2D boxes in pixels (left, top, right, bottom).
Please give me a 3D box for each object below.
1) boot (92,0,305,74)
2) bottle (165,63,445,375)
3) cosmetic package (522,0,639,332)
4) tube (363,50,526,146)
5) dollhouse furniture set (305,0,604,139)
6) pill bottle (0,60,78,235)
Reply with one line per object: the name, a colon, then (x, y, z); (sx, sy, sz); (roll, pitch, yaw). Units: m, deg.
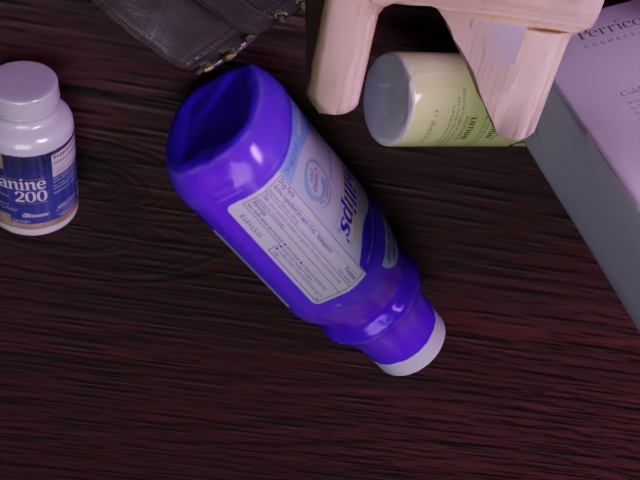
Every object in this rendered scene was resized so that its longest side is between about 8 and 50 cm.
boot: (-0.009, -0.170, 0.726); (0.229, 0.091, 0.263); (-27, 136, 37)
bottle: (0.000, 0.000, 0.856); (0.092, 0.118, 0.283); (-25, 128, 21)
cosmetic package: (0.336, -0.056, 0.638); (0.377, 0.284, 0.097); (-15, 136, -4)
tube: (0.145, -0.096, 0.780); (0.240, 0.062, 0.070); (-3, 180, -31)
dollhouse furniture set: (0.191, -0.239, 0.433); (0.362, 0.394, 0.256); (6, 133, -7)
pill bottle: (-0.211, -0.067, 0.825); (0.067, 0.067, 0.120); (4, 134, -4)
